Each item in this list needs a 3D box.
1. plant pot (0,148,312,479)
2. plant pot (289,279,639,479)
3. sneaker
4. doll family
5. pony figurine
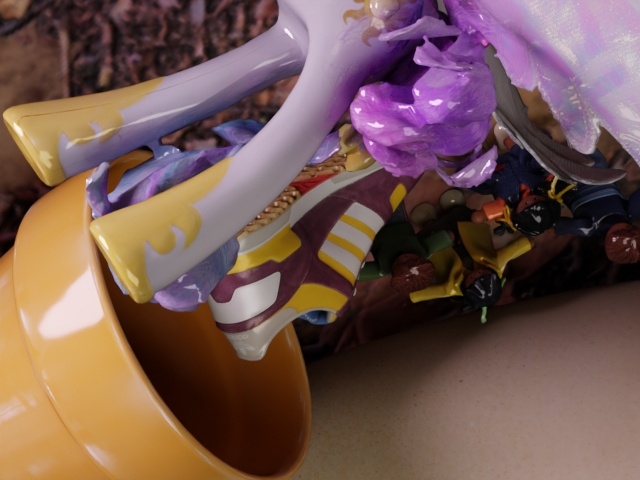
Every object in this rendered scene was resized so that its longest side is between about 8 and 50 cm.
[{"bbox_3d":[-0.138,0.080,1.032,0.188,0.205,0.205,-28,127,21],"label":"plant pot"},{"bbox_3d":[0.106,0.147,1.129,0.274,0.256,0.256,0,124,4],"label":"plant pot"},{"bbox_3d":[0.000,0.000,1.041,0.185,0.069,0.084,-31,114,-40],"label":"sneaker"},{"bbox_3d":[0.111,-0.010,1.084,0.193,0.111,0.076,-30,125,4],"label":"doll family"},{"bbox_3d":[0.021,-0.126,0.892,0.363,0.303,0.351,-33,100,-11],"label":"pony figurine"}]
